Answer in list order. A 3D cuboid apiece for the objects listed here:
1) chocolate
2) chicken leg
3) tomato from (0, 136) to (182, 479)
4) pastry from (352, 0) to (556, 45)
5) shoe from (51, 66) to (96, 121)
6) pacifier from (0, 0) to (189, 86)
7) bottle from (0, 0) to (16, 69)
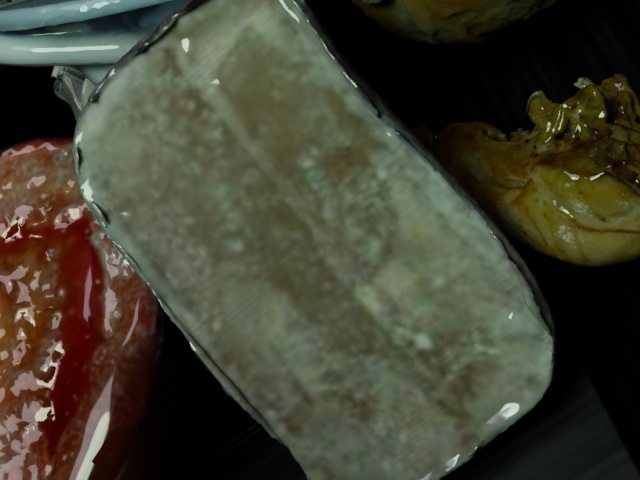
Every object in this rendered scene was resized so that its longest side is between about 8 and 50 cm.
[{"bbox_3d":[0.000,0.000,0.825,0.185,0.100,0.303,-38,90,16],"label":"chocolate"},{"bbox_3d":[0.122,-0.049,0.831,0.207,0.085,0.101,19,117,48],"label":"chicken leg"},{"bbox_3d":[-0.187,0.098,0.944,0.309,0.170,0.308,-8,71,23],"label":"tomato"},{"bbox_3d":[0.105,-0.233,0.915,0.229,0.100,0.218,-17,56,37],"label":"pastry"},{"bbox_3d":[-0.155,-0.134,1.088,0.092,0.089,0.180,-43,45,31],"label":"shoe"},{"bbox_3d":[-0.126,-0.212,0.918,0.239,0.287,0.225,-6,104,10],"label":"pacifier"},{"bbox_3d":[-0.278,-0.187,1.198,0.209,0.097,0.110,-18,103,32],"label":"bottle"}]
